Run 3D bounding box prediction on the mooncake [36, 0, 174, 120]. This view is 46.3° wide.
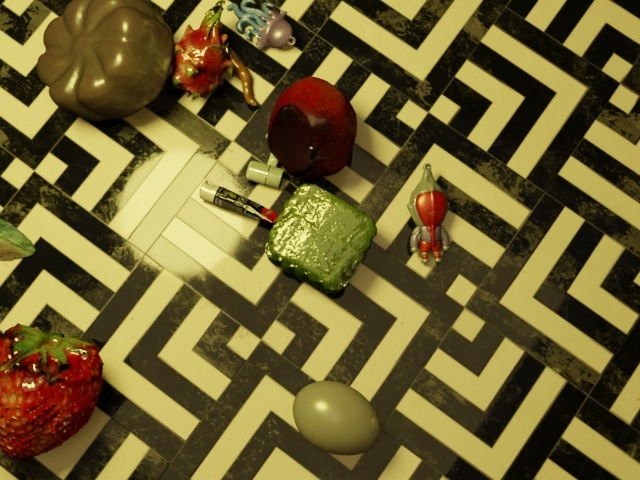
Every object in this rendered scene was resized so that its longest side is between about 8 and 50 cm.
[{"bbox_3d":[-0.484,-0.412,1.677,0.305,0.154,0.306,-6,78,29],"label":"mooncake"}]

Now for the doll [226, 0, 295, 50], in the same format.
[{"bbox_3d":[-0.140,-0.520,1.794,0.205,0.067,0.110,36,96,17],"label":"doll"}]

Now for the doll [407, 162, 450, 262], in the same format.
[{"bbox_3d":[0.248,-0.062,1.708,0.102,0.075,0.228,-5,90,-15],"label":"doll"}]

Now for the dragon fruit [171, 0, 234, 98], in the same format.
[{"bbox_3d":[-0.263,-0.437,1.722,0.137,0.135,0.236,43,108,20],"label":"dragon fruit"}]

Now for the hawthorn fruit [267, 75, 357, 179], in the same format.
[{"bbox_3d":[-0.018,-0.259,1.682,0.215,0.215,0.250,4,45,1],"label":"hawthorn fruit"}]

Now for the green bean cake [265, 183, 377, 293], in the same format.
[{"bbox_3d":[0.000,0.000,1.677,0.214,0.113,0.200,31,84,5],"label":"green bean cake"}]

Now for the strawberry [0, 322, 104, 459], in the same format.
[{"bbox_3d":[-0.592,0.328,1.574,0.238,0.250,0.289,9,104,-32],"label":"strawberry"}]

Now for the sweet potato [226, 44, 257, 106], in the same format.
[{"bbox_3d":[-0.189,-0.398,1.782,0.044,0.044,0.179,-27,88,-5],"label":"sweet potato"}]

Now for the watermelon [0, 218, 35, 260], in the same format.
[{"bbox_3d":[-0.744,-0.003,1.709,0.180,0.081,0.094,12,106,7],"label":"watermelon"}]

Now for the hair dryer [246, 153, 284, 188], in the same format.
[{"bbox_3d":[-0.115,-0.194,1.747,0.081,0.047,0.137,17,75,3],"label":"hair dryer"}]

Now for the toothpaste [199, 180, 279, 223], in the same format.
[{"bbox_3d":[-0.182,-0.083,1.721,0.193,0.071,0.045,22,108,8],"label":"toothpaste"}]

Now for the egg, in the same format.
[{"bbox_3d":[0.035,0.379,1.594,0.198,0.146,0.147,30,81,-2],"label":"egg"}]
